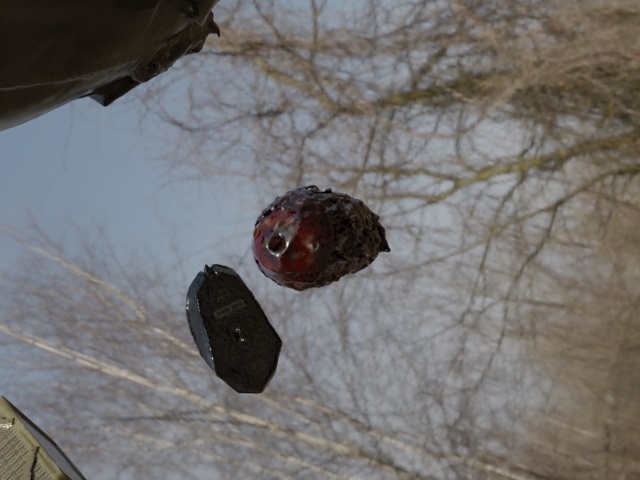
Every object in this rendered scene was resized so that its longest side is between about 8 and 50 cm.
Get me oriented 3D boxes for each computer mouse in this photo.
[{"bbox_3d":[-0.112,0.110,1.187,0.099,0.057,0.172,-23,-91,-29],"label":"computer mouse"}]

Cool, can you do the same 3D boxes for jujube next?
[{"bbox_3d":[-0.003,-0.003,0.900,0.166,0.104,0.104,-1,-73,-67],"label":"jujube"}]

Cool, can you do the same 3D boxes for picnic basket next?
[{"bbox_3d":[-0.289,0.243,0.956,0.079,0.164,0.115,-44,-44,-16],"label":"picnic basket"}]

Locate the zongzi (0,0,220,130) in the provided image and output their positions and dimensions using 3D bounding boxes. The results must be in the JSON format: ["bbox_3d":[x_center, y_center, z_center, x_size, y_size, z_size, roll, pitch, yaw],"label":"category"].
[{"bbox_3d":[-0.195,-0.069,0.406,0.300,0.145,0.274,-46,-17,16],"label":"zongzi"}]
